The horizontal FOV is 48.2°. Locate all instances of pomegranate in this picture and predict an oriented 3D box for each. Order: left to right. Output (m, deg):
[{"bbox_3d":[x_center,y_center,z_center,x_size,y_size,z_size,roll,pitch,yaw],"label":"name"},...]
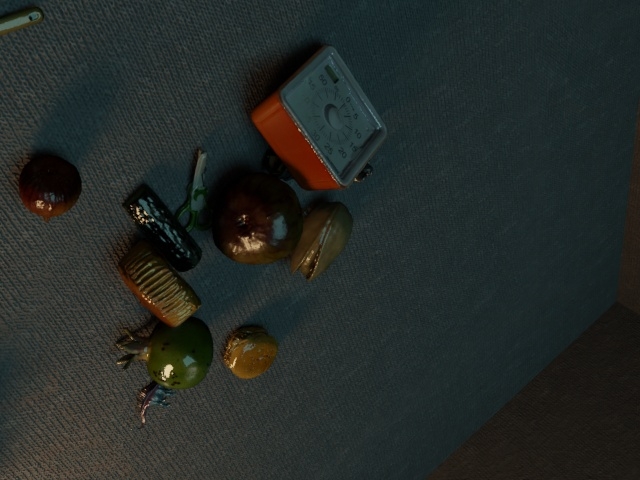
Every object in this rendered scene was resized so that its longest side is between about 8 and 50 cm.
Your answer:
[{"bbox_3d":[-0.362,0.258,1.679,0.224,0.181,0.182,12,111,-23],"label":"pomegranate"}]

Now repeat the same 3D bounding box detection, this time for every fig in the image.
[{"bbox_3d":[-0.517,-0.097,1.342,0.119,0.153,0.119,11,72,-40],"label":"fig"},{"bbox_3d":[-0.112,-0.046,1.697,0.217,0.217,0.321,-62,160,11],"label":"fig"}]

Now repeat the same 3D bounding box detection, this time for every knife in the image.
[{"bbox_3d":[-0.594,-0.328,1.153,0.297,0.017,0.047,-28,132,-21],"label":"knife"}]

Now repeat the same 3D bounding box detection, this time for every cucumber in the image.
[{"bbox_3d":[-0.339,-0.019,1.552,0.078,0.062,0.211,-36,132,-4],"label":"cucumber"}]

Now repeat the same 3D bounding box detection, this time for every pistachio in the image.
[{"bbox_3d":[0.000,0.000,1.851,0.135,0.136,0.226,21,101,-48],"label":"pistachio"}]

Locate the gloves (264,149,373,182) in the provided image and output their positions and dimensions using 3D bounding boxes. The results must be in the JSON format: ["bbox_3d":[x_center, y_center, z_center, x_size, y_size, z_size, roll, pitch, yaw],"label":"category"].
[{"bbox_3d":[0.003,-0.197,1.732,0.285,0.119,0.142,3,124,-29],"label":"gloves"}]

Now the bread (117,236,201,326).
[{"bbox_3d":[-0.353,0.097,1.549,0.104,0.199,0.199,-42,138,-11],"label":"bread"}]

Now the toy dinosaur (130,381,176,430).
[{"bbox_3d":[-0.416,0.395,1.807,0.080,0.045,0.197,30,88,-36],"label":"toy dinosaur"}]

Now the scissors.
[{"bbox_3d":[-0.275,-0.107,1.597,0.101,0.027,0.205,-15,130,-38],"label":"scissors"}]

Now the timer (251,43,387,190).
[{"bbox_3d":[0.010,-0.271,1.598,0.250,0.161,0.257,-46,110,-27],"label":"timer"}]

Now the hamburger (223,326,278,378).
[{"bbox_3d":[-0.188,0.304,1.928,0.147,0.083,0.138,9,115,-43],"label":"hamburger"}]
